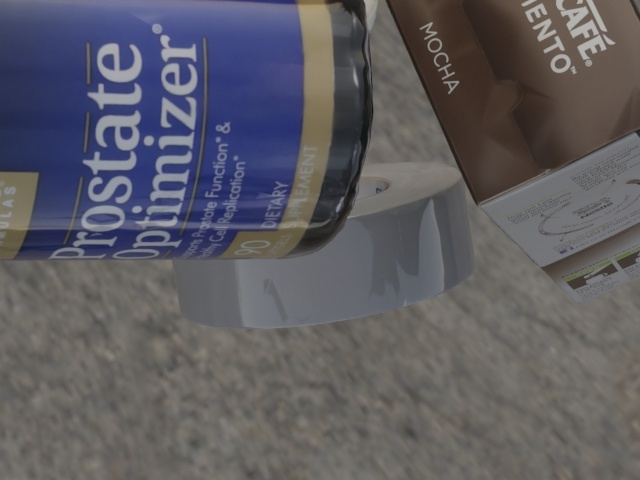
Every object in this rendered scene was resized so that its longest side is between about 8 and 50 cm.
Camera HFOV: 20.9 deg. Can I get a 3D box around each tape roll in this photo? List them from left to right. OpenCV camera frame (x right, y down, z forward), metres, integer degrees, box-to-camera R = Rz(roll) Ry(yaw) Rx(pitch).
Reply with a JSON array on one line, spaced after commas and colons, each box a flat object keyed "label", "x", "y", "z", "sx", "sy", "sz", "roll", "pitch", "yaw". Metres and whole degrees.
[{"label": "tape roll", "x": 0.000, "y": 0.000, "z": 1.261, "sx": 0.219, "sy": 0.219, "sz": 0.072, "roll": -12, "pitch": 101, "yaw": -14}]

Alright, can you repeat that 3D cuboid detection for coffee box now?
[{"label": "coffee box", "x": 0.145, "y": -0.082, "z": 1.025, "sx": 0.119, "sy": 0.168, "sz": 0.297, "roll": -25, "pitch": 162, "yaw": 12}]

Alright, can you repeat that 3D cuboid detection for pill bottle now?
[{"label": "pill bottle", "x": -0.102, "y": -0.053, "z": 0.608, "sx": 0.219, "sy": 0.123, "sz": 0.123, "roll": -1, "pitch": 113, "yaw": -22}]

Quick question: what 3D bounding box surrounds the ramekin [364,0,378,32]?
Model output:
[{"label": "ramekin", "x": -0.052, "y": -0.197, "z": 1.302, "sx": 0.207, "sy": 0.207, "sz": 0.109, "roll": 30, "pitch": 133, "yaw": -28}]
